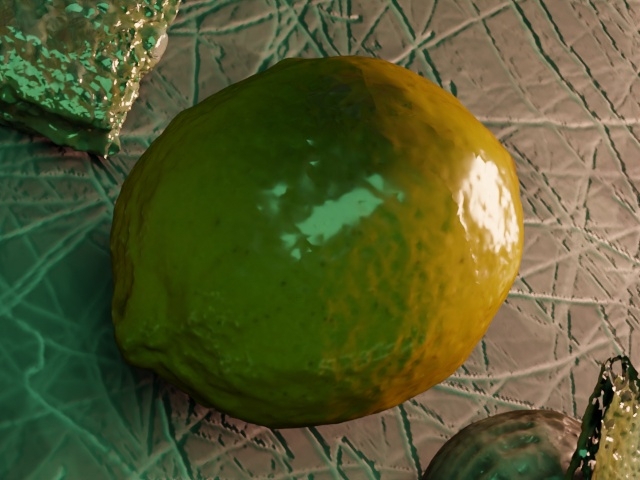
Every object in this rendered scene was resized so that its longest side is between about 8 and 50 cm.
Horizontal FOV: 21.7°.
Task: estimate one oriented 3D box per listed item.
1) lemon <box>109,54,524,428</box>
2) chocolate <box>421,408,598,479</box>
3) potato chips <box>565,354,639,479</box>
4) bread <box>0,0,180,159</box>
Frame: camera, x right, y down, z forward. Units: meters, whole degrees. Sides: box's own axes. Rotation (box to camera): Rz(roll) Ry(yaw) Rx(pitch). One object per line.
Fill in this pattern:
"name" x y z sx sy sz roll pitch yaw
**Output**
"lemon" 0.000 0.000 0.926 0.260 0.204 0.204 -22 78 -23
"chocolate" 0.074 0.189 0.935 0.110 0.110 0.248 44 64 1
"potato chips" 0.197 0.160 0.968 0.220 0.029 0.202 -4 95 -50
"bread" -0.167 -0.124 0.995 0.232 0.064 0.172 -19 75 -21
